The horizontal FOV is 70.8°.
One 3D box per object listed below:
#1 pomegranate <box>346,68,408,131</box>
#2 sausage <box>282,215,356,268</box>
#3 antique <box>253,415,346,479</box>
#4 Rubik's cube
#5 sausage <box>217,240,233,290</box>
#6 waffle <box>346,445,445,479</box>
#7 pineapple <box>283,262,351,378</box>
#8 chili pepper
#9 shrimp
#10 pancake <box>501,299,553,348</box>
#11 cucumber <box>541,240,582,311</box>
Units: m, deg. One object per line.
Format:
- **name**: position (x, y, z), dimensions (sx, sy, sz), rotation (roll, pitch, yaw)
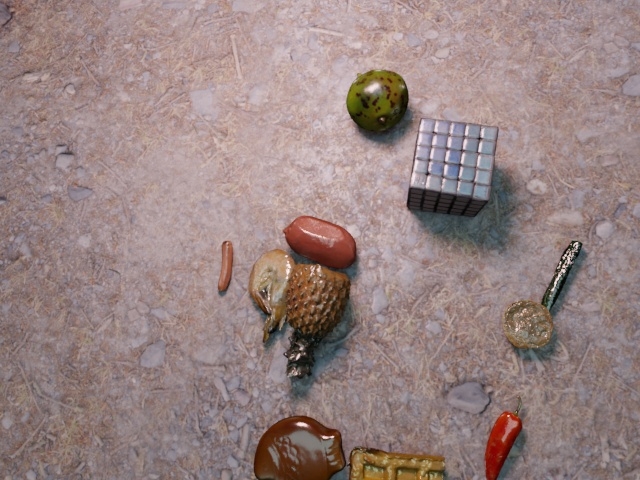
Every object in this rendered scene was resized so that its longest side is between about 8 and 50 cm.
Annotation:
- **pomegranate**: position (0.186, -0.490, 1.524), dimensions (0.211, 0.211, 0.263), rotation (-16, 57, 5)
- **sausage**: position (0.000, 0.000, 1.478), dimensions (0.255, 0.148, 0.148), rotation (15, 81, 10)
- **antique**: position (-0.062, 0.646, 1.359), dimensions (0.278, 0.129, 0.223), rotation (-16, 76, 5)
- **Rubik's cube**: position (0.403, -0.219, 1.410), dimensions (0.237, 0.238, 0.237), rotation (9, 81, 12)
- **sausage**: position (-0.330, 0.087, 1.560), dimensions (0.047, 0.040, 0.176), rotation (2, 80, 8)
- **waffle**: position (0.209, 0.777, 1.287), dimensions (0.304, 0.077, 0.348), rotation (7, 79, -3)
- **pineapple**: position (-0.029, 0.253, 1.408), dimensions (0.202, 0.202, 0.361), rotation (13, 88, 11)
- **chili pepper**: position (0.534, 0.584, 1.320), dimensions (0.071, 0.063, 0.272), rotation (23, 85, 25)
- **shrimp**: position (-0.173, 0.181, 1.506), dimensions (0.168, 0.077, 0.317), rotation (8, 75, 20)
- **pancake**: position (0.621, 0.253, 1.357), dimensions (0.152, 0.025, 0.151), rotation (-2, 78, 7)
- **cucumber**: position (0.739, 0.115, 1.392), dimensions (0.044, 0.043, 0.256), rotation (26, 84, 18)
